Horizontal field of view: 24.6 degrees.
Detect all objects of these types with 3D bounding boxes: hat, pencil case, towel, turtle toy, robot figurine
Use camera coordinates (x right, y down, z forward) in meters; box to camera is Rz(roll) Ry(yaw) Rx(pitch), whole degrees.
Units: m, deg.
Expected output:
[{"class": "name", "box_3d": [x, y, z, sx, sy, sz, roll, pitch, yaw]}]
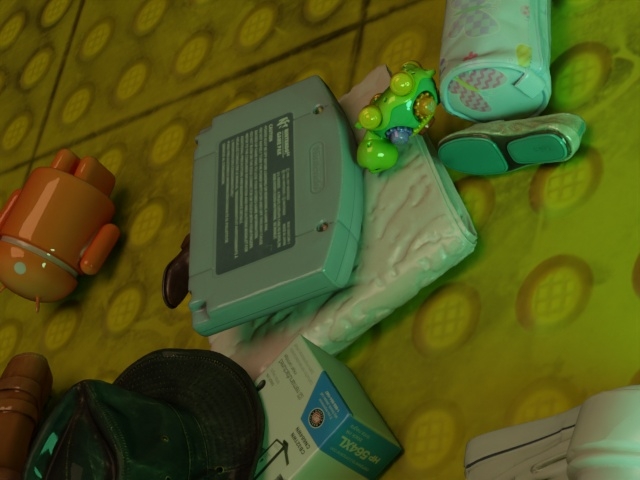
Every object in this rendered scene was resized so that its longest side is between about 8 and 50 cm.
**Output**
[{"class": "hat", "box_3d": [-0.211, 0.229, 1.440, 0.331, 0.134, 0.331, -24, 46, 27]}, {"class": "pencil case", "box_3d": [0.196, -0.252, 1.560, 0.124, 0.113, 0.273, -8, 55, 29]}, {"class": "towel", "box_3d": [0.000, 0.000, 1.625, 0.332, 0.053, 0.317, -39, 38, 18]}, {"class": "turtle toy", "box_3d": [0.080, -0.129, 1.543, 0.130, 0.066, 0.095, -47, 2, 20]}, {"class": "robot figurine", "box_3d": [-0.355, -0.011, 1.960, 0.219, 0.158, 0.128, -64, 9, -14]}]

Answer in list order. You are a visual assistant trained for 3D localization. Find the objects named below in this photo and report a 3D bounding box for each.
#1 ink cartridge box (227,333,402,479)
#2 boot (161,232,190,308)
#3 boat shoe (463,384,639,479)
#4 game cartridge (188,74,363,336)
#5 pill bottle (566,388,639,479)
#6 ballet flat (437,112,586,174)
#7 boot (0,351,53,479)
[{"class": "ink cartridge box", "box_3d": [-0.038, 0.220, 1.464, 0.203, 0.086, 0.148, -47, 37, 8]}, {"class": "boot", "box_3d": [-0.120, 0.026, 1.662, 0.114, 0.037, 0.106, -7, 54, 39]}, {"class": "boat shoe", "box_3d": [0.225, 0.188, 1.211, 0.258, 0.095, 0.084, -29, 46, 45]}, {"class": "game cartridge", "box_3d": [-0.049, -0.044, 1.601, 0.196, 0.060, 0.294, -23, 45, 23]}, {"class": "pill bottle", "box_3d": [0.213, 0.321, 0.991, 0.229, 0.229, 0.408, -5, 58, 45]}, {"class": "ballet flat", "box_3d": [0.197, -0.100, 1.499, 0.168, 0.057, 0.052, -1, 38, 42]}, {"class": "boot", "box_3d": [-0.373, 0.240, 1.776, 0.220, 0.109, 0.283, -65, 12, -24]}]
